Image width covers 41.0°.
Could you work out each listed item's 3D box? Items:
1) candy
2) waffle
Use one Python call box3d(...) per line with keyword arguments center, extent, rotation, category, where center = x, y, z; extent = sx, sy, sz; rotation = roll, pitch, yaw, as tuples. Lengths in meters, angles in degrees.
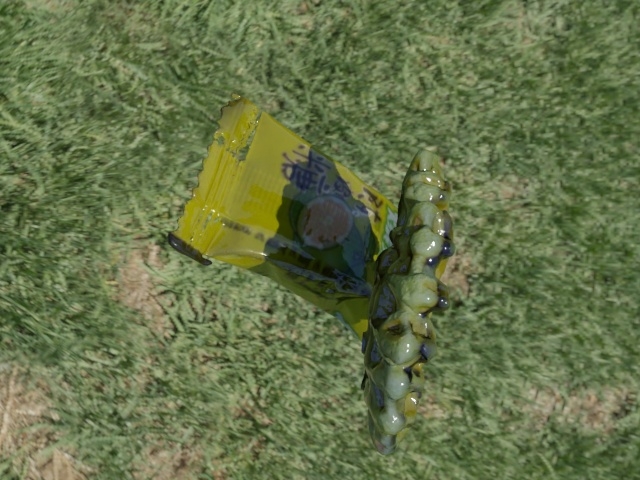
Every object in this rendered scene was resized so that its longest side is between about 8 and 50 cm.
box3d(center=(0.000, 0.000, 0.858), extent=(0.297, 0.081, 0.187), rotation=(34, 59, -29), category="candy")
box3d(center=(0.065, 0.052, 0.692), extent=(0.054, 0.204, 0.223), rotation=(10, 54, 1), category="waffle")
